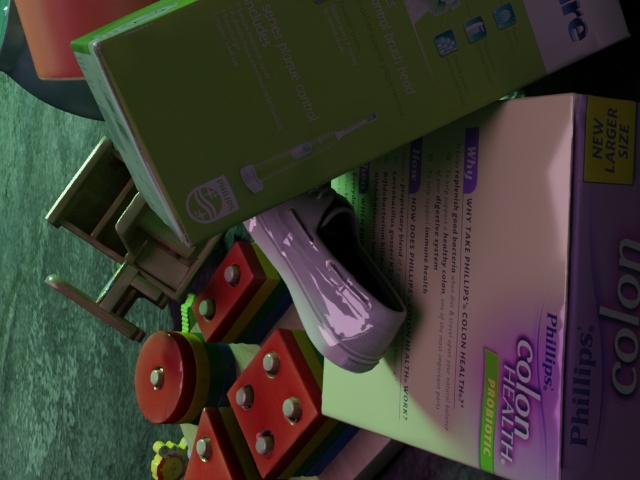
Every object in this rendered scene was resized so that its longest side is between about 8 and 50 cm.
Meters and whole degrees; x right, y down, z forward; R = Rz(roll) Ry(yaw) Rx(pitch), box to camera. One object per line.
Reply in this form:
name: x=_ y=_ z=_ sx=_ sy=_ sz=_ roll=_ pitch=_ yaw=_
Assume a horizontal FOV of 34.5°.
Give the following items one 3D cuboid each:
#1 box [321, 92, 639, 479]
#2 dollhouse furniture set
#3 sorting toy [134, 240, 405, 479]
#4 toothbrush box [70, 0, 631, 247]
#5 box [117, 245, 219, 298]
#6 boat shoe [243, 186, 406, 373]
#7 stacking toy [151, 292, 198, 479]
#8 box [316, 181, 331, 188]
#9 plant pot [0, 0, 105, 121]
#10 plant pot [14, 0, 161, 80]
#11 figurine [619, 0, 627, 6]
box: x=0.114 y=0.025 z=0.659 sx=0.243 sy=0.117 sz=0.213 roll=4 pitch=92 yaw=60
dollhouse furniture set: x=-0.180 y=-0.033 z=0.990 sx=0.212 sy=0.161 sz=0.242 roll=-56 pitch=1 yaw=-10
sorting toy: x=-0.069 y=0.141 z=0.933 sx=0.255 sy=0.089 sz=0.257 roll=-53 pitch=48 yaw=30
toothbrush box: x=0.004 y=-0.124 z=0.636 sx=0.122 sy=0.283 sz=0.206 roll=68 pitch=170 yaw=-17
box: x=-0.180 y=0.015 z=1.198 sx=0.169 sy=0.059 sz=0.054 roll=-39 pitch=59 yaw=52
boat shoe: x=0.000 y=0.000 z=0.680 sx=0.063 sy=0.066 sz=0.184 roll=-51 pitch=43 yaw=26
stacking toy: x=-0.125 y=0.179 z=1.109 sx=0.167 sy=0.052 sz=0.221 roll=14 pitch=100 yaw=58
box: x=-0.007 y=-0.193 z=0.922 sx=0.270 sy=0.060 sz=0.216 roll=51 pitch=131 yaw=47
plant pot: x=-0.325 y=-0.297 z=1.320 sx=0.293 sy=0.196 sz=0.293 roll=-2 pitch=87 yaw=58
plant pot: x=-0.213 y=-0.297 z=1.097 sx=0.275 sy=0.275 sz=0.243 roll=15 pitch=110 yaw=58
figurine: x=0.190 y=-0.267 z=0.583 sx=0.209 sy=0.092 sz=0.214 roll=-46 pitch=50 yaw=53
